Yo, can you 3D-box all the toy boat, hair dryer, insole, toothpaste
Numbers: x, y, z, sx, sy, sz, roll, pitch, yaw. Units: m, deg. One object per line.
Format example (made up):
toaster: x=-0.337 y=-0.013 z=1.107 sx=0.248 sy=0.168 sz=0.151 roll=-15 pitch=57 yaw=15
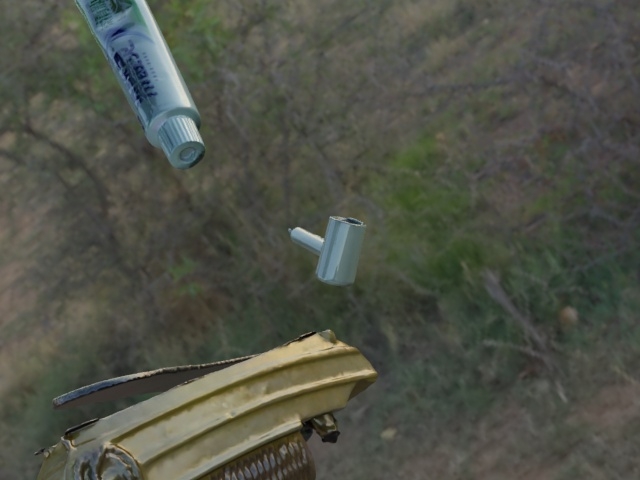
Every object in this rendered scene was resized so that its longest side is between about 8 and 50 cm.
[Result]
toy boat: x=-0.078 y=0.158 z=0.830 sx=0.310 sy=0.115 sz=0.089 roll=-17 pitch=-16 yaw=-42
hair dryer: x=0.000 y=0.000 z=1.146 sx=0.124 sy=0.038 sz=0.063 roll=27 pitch=104 yaw=59
insole: x=-0.113 y=0.118 z=1.028 sx=0.119 sy=0.009 sz=0.348 roll=-21 pitch=-10 yaw=22
toothpaste: x=-0.167 y=-0.172 z=1.049 sx=0.075 sy=0.048 sz=0.297 roll=-41 pitch=51 yaw=14
